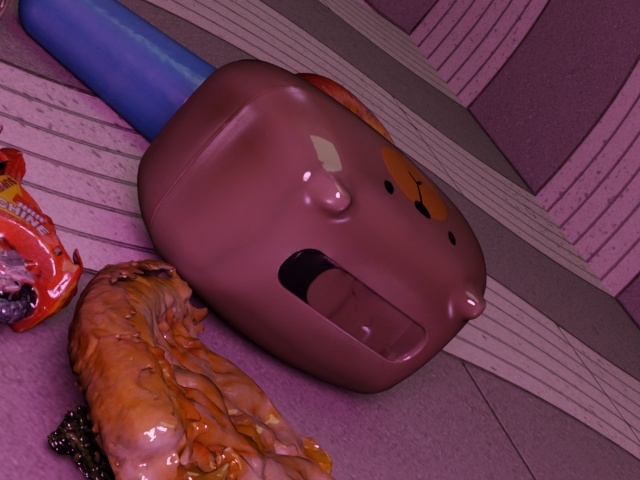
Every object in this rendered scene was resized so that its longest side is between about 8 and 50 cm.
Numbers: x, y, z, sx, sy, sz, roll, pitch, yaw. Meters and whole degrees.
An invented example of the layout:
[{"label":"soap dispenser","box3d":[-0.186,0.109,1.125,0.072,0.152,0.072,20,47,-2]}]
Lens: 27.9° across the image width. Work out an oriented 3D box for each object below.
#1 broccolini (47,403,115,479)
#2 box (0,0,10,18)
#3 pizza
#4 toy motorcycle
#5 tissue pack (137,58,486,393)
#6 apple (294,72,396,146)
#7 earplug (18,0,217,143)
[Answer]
[{"label":"broccolini","box3d":[-0.161,0.216,0.985,0.123,0.062,0.271,29,23,-19]},{"label":"box","box3d":[-0.494,-0.336,1.441,0.274,0.138,0.178,48,24,20]},{"label":"pizza","box3d":[-0.098,0.149,1.087,0.435,0.080,0.392,45,5,21]},{"label":"toy motorcycle","box3d":[-0.303,-0.017,1.162,0.171,0.089,0.298,25,24,-45]},{"label":"tissue pack","box3d":[0.000,0.000,1.436,0.387,0.267,0.277,38,11,-36]},{"label":"apple","box3d":[-0.013,-0.092,1.756,0.251,0.206,0.272,55,22,6]},{"label":"earplug","box3d":[-0.282,-0.256,1.708,0.273,0.132,0.132,38,18,-1]}]
